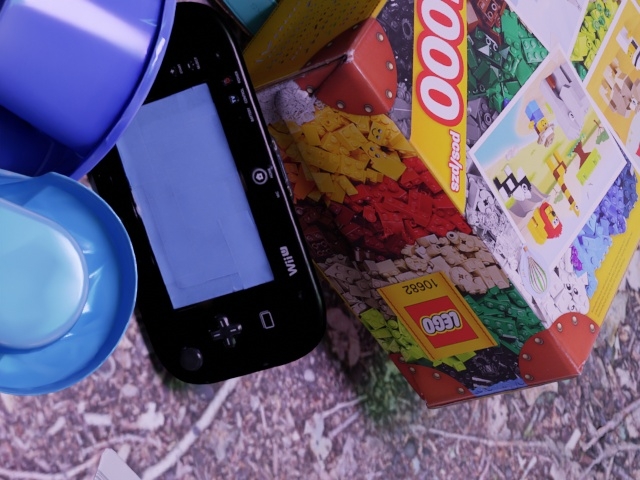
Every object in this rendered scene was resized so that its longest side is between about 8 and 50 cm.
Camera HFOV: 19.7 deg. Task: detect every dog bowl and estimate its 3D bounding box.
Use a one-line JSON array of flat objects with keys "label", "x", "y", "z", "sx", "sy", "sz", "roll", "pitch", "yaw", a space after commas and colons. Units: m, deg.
[{"label": "dog bowl", "x": -0.282, "y": 0.007, "z": 1.345, "sx": 0.297, "sy": 0.074, "sz": 0.166, "roll": 23, "pitch": 76, "yaw": -15}]

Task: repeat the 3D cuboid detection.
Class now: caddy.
[{"label": "caddy", "x": -0.210, "y": -0.203, "z": 1.440, "sx": 0.179, "sy": 0.241, "sz": 0.341, "roll": 25, "pitch": 62, "yaw": -38}]

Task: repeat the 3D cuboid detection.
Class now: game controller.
[{"label": "game controller", "x": -0.105, "y": -0.038, "z": 1.569, "sx": 0.067, "sy": 0.166, "sz": 0.319, "roll": -29, "pitch": 101, "yaw": -59}]

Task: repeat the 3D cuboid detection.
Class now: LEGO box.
[{"label": "LEGO box", "x": 0.158, "y": -0.152, "z": 1.769, "sx": 0.372, "sy": 0.193, "sz": 0.500, "roll": 52, "pitch": 46, "yaw": -22}]

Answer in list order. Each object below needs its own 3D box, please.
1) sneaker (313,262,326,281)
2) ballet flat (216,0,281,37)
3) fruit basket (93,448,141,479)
[{"label": "sneaker", "x": 0.000, "y": 0.000, "z": 1.781, "sx": 0.118, "sy": 0.067, "sz": 0.042, "roll": -38, "pitch": 114, "yaw": -15}, {"label": "ballet flat", "x": -0.097, "y": -0.269, "z": 1.730, "sx": 0.206, "sy": 0.073, "sz": 0.067, "roll": 50, "pitch": 20, "yaw": -31}, {"label": "fruit basket", "x": -0.137, "y": 0.388, "z": 1.420, "sx": 0.327, "sy": 0.165, "sz": 0.353, "roll": 48, "pitch": 52, "yaw": -41}]
